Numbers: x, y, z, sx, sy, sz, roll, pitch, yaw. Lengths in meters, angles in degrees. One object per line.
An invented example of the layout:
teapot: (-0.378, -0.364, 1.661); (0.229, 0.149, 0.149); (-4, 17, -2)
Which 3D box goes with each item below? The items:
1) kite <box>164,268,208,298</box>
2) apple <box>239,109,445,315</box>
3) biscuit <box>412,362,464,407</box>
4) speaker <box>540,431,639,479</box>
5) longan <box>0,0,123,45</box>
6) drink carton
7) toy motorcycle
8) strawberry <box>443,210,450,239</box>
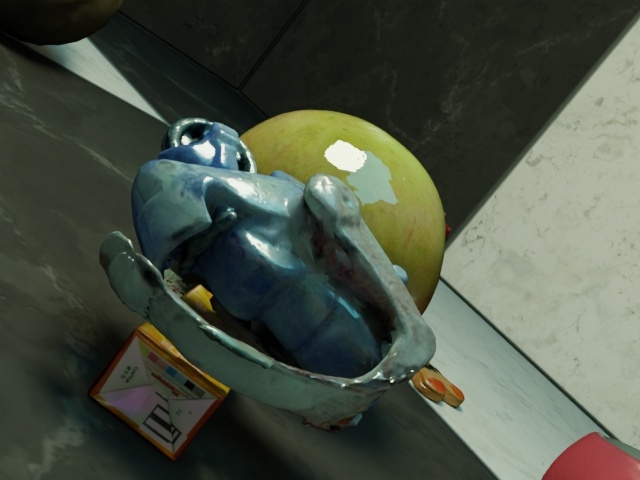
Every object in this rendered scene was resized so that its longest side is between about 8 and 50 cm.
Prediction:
kite: (-0.166, 0.059, 1.052); (0.139, 0.011, 0.157); (44, 12, 13)
apple: (0.000, 0.000, 1.067); (0.319, 0.319, 0.277); (35, 23, -21)
biscuit: (0.153, 0.200, 1.514); (0.250, 0.036, 0.165); (45, 10, 34)
speaker: (0.380, 0.349, 0.949); (0.294, 0.294, 0.294); (37, 9, -7)
longan: (-0.545, -0.574, 1.580); (0.404, 0.404, 0.435); (34, 37, -28)
drink carton: (-0.121, 0.111, 0.778); (0.096, 0.071, 0.223); (38, 8, 0)
toy motorcycle: (-0.042, 0.017, 0.744); (0.319, 0.182, 0.241); (41, 8, 0)
strawberry: (0.067, 0.012, 1.528); (0.317, 0.295, 0.345); (52, 36, -29)
